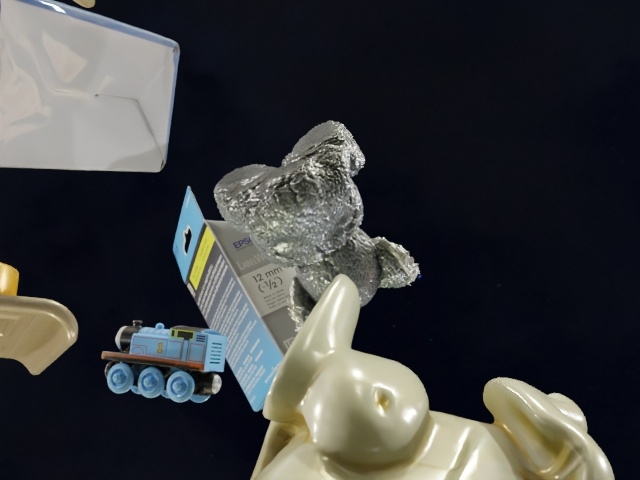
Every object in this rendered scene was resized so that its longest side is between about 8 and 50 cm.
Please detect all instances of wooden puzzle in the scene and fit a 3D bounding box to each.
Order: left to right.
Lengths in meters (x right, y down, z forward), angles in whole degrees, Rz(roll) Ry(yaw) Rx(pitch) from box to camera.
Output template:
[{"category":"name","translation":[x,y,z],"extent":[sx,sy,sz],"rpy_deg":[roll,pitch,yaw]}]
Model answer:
[{"category":"wooden puzzle","translation":[-0.472,0.073,0.809],"extent":[0.347,0.322,0.081],"rpy_deg":[14,-113,-25]}]

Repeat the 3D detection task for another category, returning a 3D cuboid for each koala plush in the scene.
[{"category":"koala plush","translation":[0.000,0.000,0.863],"extent":[0.196,0.203,0.221],"rpy_deg":[-28,-72,1]}]

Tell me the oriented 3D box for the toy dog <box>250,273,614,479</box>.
[{"category":"toy dog","translation":[0.128,0.247,0.511],"extent":[0.407,0.395,0.285],"rpy_deg":[22,-76,6]}]

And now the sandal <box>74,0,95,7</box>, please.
[{"category":"sandal","translation":[-0.409,-0.382,0.965],"extent":[0.079,0.240,0.088],"rpy_deg":[-20,-105,11]}]

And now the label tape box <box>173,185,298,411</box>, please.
[{"category":"label tape box","translation":[-0.127,0.093,1.240],"extent":[0.115,0.249,0.348],"rpy_deg":[-21,-110,-28]}]

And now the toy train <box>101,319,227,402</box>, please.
[{"category":"toy train","translation":[-0.222,0.171,1.015],"extent":[0.184,0.080,0.105],"rpy_deg":[3,-102,20]}]

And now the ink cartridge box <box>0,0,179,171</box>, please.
[{"category":"ink cartridge box","translation":[-0.385,-0.178,0.718],"extent":[0.395,0.270,0.151],"rpy_deg":[13,-82,19]}]
